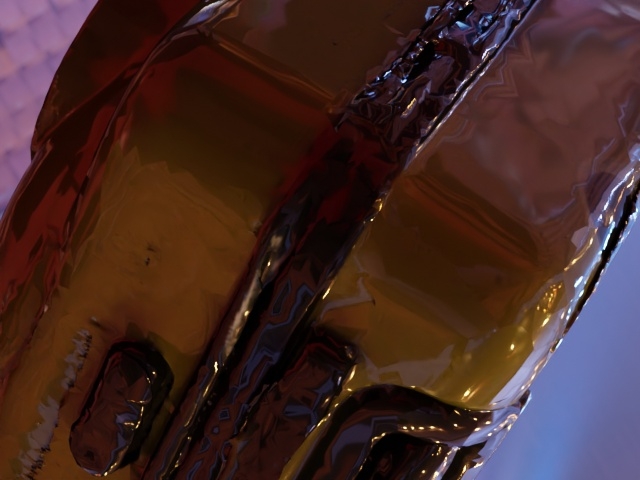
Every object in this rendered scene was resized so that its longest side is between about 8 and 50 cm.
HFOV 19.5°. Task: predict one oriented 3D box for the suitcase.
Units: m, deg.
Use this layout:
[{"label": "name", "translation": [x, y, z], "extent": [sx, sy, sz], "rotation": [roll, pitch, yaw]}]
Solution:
[{"label": "suitcase", "translation": [0.000, 0.000, 0.532], "extent": [0.194, 0.143, 0.235], "rotation": [-61, 174, 35]}]
